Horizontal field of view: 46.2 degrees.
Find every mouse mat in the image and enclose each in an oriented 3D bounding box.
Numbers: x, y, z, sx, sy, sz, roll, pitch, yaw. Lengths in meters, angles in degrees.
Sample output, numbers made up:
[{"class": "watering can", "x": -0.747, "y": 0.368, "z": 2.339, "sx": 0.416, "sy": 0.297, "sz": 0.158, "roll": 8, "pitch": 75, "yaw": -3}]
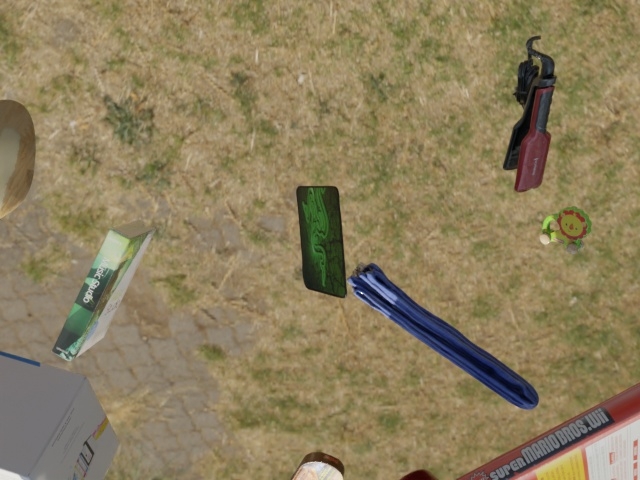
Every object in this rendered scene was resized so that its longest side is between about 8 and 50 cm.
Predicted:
[{"class": "mouse mat", "x": 0.000, "y": 0.000, "z": 1.294, "sx": 0.007, "sy": 0.152, "sz": 0.190, "roll": -7, "pitch": 97, "yaw": -28}]

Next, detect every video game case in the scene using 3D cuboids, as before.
[{"class": "video game case", "x": 0.189, "y": 0.206, "z": 0.612, "sx": 0.285, "sy": 0.025, "sz": 0.204, "roll": -28, "pitch": 140, "yaw": 1}]

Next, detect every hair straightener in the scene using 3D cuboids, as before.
[{"class": "hair straightener", "x": 0.251, "y": -0.165, "z": 0.934, "sx": 0.047, "sy": 0.089, "sz": 0.230, "roll": -18, "pitch": 142, "yaw": -1}]

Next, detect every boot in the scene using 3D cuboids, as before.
[{"class": "boot", "x": -0.486, "y": -0.056, "z": 0.965, "sx": 0.104, "sy": 0.211, "sz": 0.295, "roll": 10, "pitch": 100, "yaw": -57}]

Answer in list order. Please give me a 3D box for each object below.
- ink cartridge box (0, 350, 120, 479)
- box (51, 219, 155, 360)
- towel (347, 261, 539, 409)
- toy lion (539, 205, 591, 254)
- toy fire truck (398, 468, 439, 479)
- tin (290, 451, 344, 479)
[{"class": "ink cartridge box", "x": -0.444, "y": 0.315, "z": 1.166, "sx": 0.171, "sy": 0.168, "sz": 0.233, "roll": 13, "pitch": 142, "yaw": 12}, {"class": "box", "x": -0.510, "y": 0.110, "z": 1.792, "sx": 0.058, "sy": 0.232, "sz": 0.322, "roll": 26, "pitch": 97, "yaw": -1}, {"class": "towel", "x": 0.141, "y": 0.104, "z": 0.949, "sx": 0.243, "sy": 0.336, "sz": 0.040, "roll": 35, "pitch": 91, "yaw": 3}, {"class": "toy lion", "x": 0.501, "y": -0.027, "z": 1.529, "sx": 0.034, "sy": 0.100, "sz": 0.096, "roll": -26, "pitch": 126, "yaw": -36}, {"class": "toy fire truck", "x": 0.077, "y": 0.421, "z": 0.828, "sx": 0.302, "sy": 0.169, "sz": 0.254, "roll": -8, "pitch": 125, "yaw": -44}, {"class": "tin", "x": -0.010, "y": 0.563, "z": 1.766, "sx": 0.106, "sy": 0.040, "sz": 0.190, "roll": 27, "pitch": 129, "yaw": -1}]
